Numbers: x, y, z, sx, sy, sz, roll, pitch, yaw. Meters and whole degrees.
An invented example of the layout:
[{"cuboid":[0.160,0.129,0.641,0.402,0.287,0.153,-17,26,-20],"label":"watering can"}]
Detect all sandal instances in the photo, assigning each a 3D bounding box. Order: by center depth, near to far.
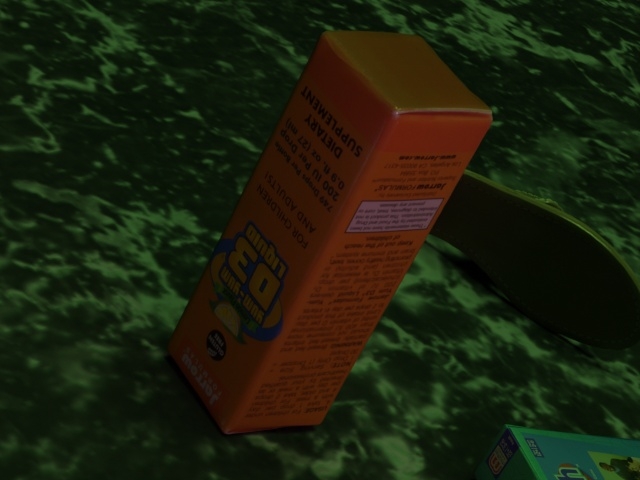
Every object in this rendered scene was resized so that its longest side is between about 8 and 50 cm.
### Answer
[{"cuboid":[0.141,-0.014,1.235,0.240,0.088,0.079,28,34,10],"label":"sandal"}]

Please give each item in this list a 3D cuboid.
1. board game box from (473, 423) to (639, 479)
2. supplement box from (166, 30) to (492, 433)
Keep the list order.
[{"cuboid":[0.214,0.188,1.013,0.210,0.047,0.160,10,34,-30],"label":"board game box"},{"cuboid":[0.000,0.000,0.937,0.080,0.233,0.078,-5,43,-40],"label":"supplement box"}]
